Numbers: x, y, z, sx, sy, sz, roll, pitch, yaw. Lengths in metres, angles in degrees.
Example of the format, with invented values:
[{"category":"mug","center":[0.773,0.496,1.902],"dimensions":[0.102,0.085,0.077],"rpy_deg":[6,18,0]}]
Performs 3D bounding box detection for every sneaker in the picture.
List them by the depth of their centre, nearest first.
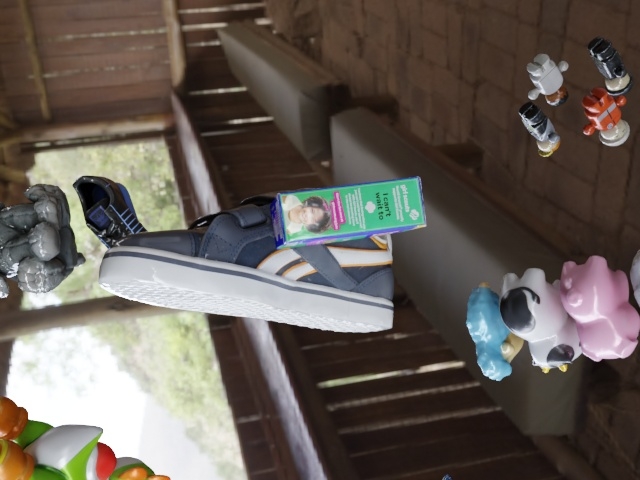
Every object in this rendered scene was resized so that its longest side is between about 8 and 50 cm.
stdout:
[{"category":"sneaker","center":[-0.056,0.010,0.734],"dimensions":[0.126,0.321,0.127],"rpy_deg":[-8,75,43]},{"category":"sneaker","center":[-0.319,-0.008,1.244],"dimensions":[0.232,0.081,0.090],"rpy_deg":[53,-166,21]}]

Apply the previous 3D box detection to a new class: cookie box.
[{"category":"cookie box","center":[0.018,-0.020,0.608],"dimensions":[0.092,0.107,0.040],"rpy_deg":[156,106,-83]}]

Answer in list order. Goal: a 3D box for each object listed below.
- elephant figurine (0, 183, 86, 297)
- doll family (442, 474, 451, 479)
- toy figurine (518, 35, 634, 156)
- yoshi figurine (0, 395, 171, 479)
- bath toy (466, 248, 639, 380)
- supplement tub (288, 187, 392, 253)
[{"category":"elephant figurine","center":[-0.472,0.002,1.080],"dimensions":[0.169,0.239,0.186],"rpy_deg":[-101,9,-61]},{"category":"doll family","center":[0.118,0.368,0.913],"dimensions":[0.263,0.163,0.118],"rpy_deg":[110,141,-77]},{"category":"toy figurine","center":[0.529,-0.289,1.614],"dimensions":[0.209,0.148,0.213],"rpy_deg":[-10,54,37]},{"category":"yoshi figurine","center":[-0.382,0.384,1.173],"dimensions":[0.203,0.362,0.203],"rpy_deg":[-3,58,42]},{"category":"bath toy","center":[0.352,0.104,1.031],"dimensions":[0.348,0.151,0.129],"rpy_deg":[-24,46,51]},{"category":"supplement tub","center":[0.000,0.000,1.166],"dimensions":[0.199,0.144,0.144],"rpy_deg":[25,122,61]}]
